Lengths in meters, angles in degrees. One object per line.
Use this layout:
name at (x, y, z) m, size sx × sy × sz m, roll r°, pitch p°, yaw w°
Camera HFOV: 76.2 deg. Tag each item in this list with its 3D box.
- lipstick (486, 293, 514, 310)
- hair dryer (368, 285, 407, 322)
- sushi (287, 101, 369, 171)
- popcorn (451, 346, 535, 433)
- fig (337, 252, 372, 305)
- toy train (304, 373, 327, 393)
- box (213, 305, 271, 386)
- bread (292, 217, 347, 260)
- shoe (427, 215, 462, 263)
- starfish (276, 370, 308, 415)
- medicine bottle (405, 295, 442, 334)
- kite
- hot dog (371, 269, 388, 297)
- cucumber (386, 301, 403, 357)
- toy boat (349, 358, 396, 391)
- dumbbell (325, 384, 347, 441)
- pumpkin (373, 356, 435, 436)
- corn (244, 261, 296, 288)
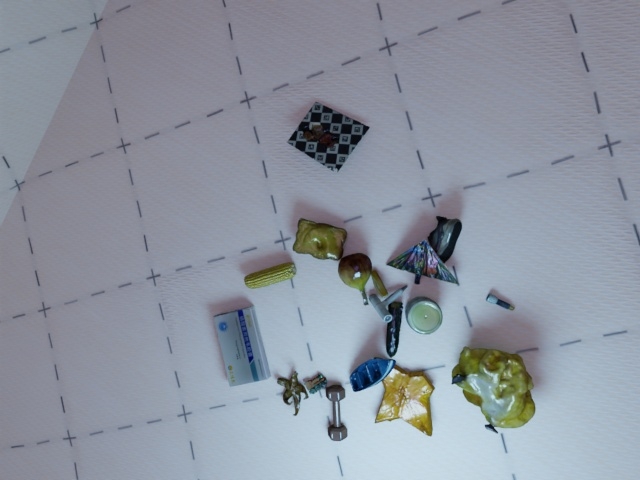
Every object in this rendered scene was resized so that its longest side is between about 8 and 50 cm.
lipstick at (0.742, 0.259, 1.677) m, size 0.116 × 0.037 × 0.037 m, roll 27°, pitch 95°, yaw 8°
hair dryer at (0.315, 0.252, 1.743) m, size 0.183 × 0.155 × 0.044 m, roll -29°, pitch 126°, yaw -2°
sushi at (0.033, -0.465, 1.858) m, size 0.290 × 0.050 × 0.264 m, roll 32°, pitch 82°, yaw 15°
popcorn at (0.670, 0.546, 1.594) m, size 0.297 × 0.281 × 0.316 m, roll 3°, pitch 122°, yaw 49°
fig at (0.148, 0.167, 1.767) m, size 0.143 × 0.160 × 0.230 m, roll 4°, pitch 93°, yaw -30°
toy train at (-0.018, 0.648, 1.848) m, size 0.103 × 0.044 × 0.064 m, roll -38°, pitch 70°, yaw 10°
box at (-0.369, 0.498, 1.922) m, size 0.200 × 0.065 × 0.343 m, roll -16°, pitch 85°, yaw 13°
bread at (0.000, 0.000, 1.838) m, size 0.233 × 0.088 × 0.160 m, roll 15°, pitch 97°, yaw 11°
shoe at (0.505, -0.002, 1.716) m, size 0.112 × 0.099 × 0.227 m, roll 41°, pitch 121°, yaw 42°
starfish at (-0.117, 0.690, 1.847) m, size 0.146 × 0.074 × 0.190 m, roll -22°, pitch 82°, yaw 23°
medicine bottle at (0.427, 0.308, 1.695) m, size 0.147 × 0.143 × 0.147 m, roll 0°, pitch 90°, yaw 9°
kite at (0.430, 0.093, 1.709) m, size 0.321 × 0.016 × 0.234 m, roll 14°, pitch 123°, yaw 21°
hot dog at (0.254, 0.191, 1.777) m, size 0.044 × 0.028 × 0.137 m, roll -36°, pitch 56°, yaw 14°
cucumber at (0.316, 0.388, 1.760) m, size 0.067 × 0.067 × 0.245 m, roll 5°, pitch 88°, yaw 14°
toy boat at (0.221, 0.551, 1.700) m, size 0.299 × 0.062 × 0.096 m, roll -52°, pitch 45°, yaw 45°
dumbbell at (0.071, 0.759, 1.801) m, size 0.092 × 0.082 × 0.230 m, roll -3°, pitch 88°, yaw 12°
pumpkin at (0.350, 0.654, 1.731) m, size 0.258 × 0.095 × 0.290 m, roll 2°, pitch 86°, yaw 19°
corn at (-0.230, 0.165, 1.890) m, size 0.248 × 0.081 × 0.081 m, roll -18°, pitch 85°, yaw 11°
